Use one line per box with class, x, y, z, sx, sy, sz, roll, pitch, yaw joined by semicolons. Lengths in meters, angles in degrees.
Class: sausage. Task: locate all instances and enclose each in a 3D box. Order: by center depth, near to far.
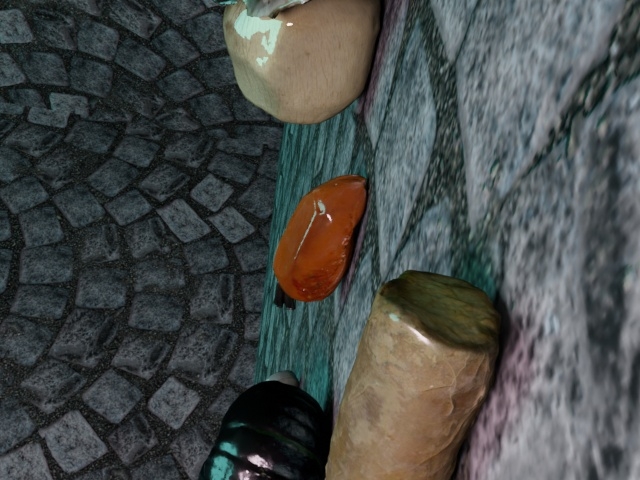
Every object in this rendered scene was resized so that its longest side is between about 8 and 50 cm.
sausage;0.000;0.000;0.815;0.089;0.089;0.179;-93;22;-58

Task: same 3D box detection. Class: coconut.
coconut;-0.025;-0.266;0.877;0.224;0.224;0.224;-172;90;-83

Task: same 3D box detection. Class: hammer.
hammer;-0.039;0.009;1.294;0.440;0.044;0.168;115;163;-69

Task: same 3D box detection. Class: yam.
yam;0.026;0.177;0.413;0.081;0.081;0.356;-93;15;-59

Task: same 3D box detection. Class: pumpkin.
pumpkin;-0.063;0.262;0.799;0.202;0.140;0.202;22;-90;-90

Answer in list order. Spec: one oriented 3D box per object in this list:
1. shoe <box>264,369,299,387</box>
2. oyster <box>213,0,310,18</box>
shoe;-0.070;0.309;1.157;0.078;0.079;0.195;42;124;38
oyster;0.004;-0.319;0.666;0.351;0.158;0.162;-2;95;55
